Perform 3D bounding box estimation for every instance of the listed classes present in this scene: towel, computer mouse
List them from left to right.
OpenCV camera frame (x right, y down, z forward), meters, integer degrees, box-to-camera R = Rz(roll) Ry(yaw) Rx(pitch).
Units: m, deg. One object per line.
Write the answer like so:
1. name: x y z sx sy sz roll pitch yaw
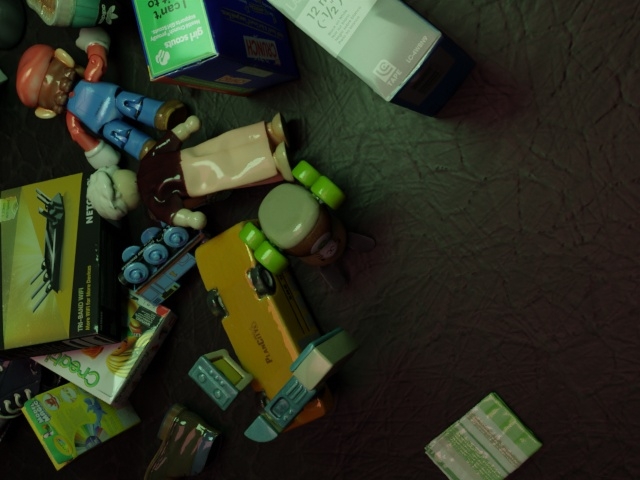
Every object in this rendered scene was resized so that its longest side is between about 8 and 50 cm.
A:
1. computer mouse: -0.685 -0.485 1.360 0.188 0.072 0.272 -46 78 19
2. towel: 0.253 0.323 1.092 0.113 0.023 0.152 47 108 9

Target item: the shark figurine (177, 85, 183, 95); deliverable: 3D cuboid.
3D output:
1. shark figurine: -0.250 -0.371 1.199 0.116 0.166 0.278 -29 54 -9

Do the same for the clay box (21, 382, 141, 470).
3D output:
1. clay box: -0.436 0.321 1.260 0.053 0.222 0.127 -38 80 21

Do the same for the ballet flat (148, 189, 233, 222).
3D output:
1. ballet flat: -0.242 -0.079 1.226 0.188 0.070 0.070 -21 87 23

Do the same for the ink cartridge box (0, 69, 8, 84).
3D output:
1. ink cartridge box: -0.768 -0.289 1.331 0.233 0.171 0.168 -32 109 20

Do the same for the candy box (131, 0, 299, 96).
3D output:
1. candy box: -0.170 -0.391 1.053 0.122 0.268 0.317 -16 89 23

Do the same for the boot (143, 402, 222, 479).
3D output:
1. boot: -0.252 0.418 1.272 0.106 0.082 0.219 18 100 22

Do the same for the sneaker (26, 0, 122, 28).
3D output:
1. sneaker: -0.439 -0.441 1.232 0.302 0.121 0.108 51 129 42

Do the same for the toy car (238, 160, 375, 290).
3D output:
1. toy car: 0.000 0.000 1.079 0.155 0.188 0.149 -49 34 2

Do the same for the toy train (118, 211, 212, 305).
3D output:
1. toy train: -0.268 0.027 1.228 0.184 0.105 0.080 -41 37 10

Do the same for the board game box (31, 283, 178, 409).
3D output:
1. board game box: -0.442 0.153 1.287 0.305 0.053 0.193 23 71 18

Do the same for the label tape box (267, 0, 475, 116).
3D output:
1. label tape box: 0.036 -0.328 0.985 0.348 0.249 0.115 41 108 13

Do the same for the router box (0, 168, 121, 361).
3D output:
1. router box: -0.482 0.045 1.247 0.243 0.081 0.309 -11 68 12

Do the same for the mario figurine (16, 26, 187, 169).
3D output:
1. mario figurine: -0.394 -0.254 1.262 0.320 0.170 0.198 28 64 8

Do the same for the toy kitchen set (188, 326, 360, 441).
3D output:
1. toy kitchen set: -0.081 0.180 1.013 0.166 0.122 0.207 43 107 12

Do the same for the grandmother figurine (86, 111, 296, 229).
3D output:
1. grandmother figurine: -0.215 -0.103 1.131 0.342 0.104 0.208 -12 52 6

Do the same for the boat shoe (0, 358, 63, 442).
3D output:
1. boat shoe: -0.606 0.302 1.374 0.158 0.127 0.340 20 98 21

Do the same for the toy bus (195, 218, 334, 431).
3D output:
1. toy bus: -0.084 0.136 1.147 0.108 0.130 0.332 -28 85 21
